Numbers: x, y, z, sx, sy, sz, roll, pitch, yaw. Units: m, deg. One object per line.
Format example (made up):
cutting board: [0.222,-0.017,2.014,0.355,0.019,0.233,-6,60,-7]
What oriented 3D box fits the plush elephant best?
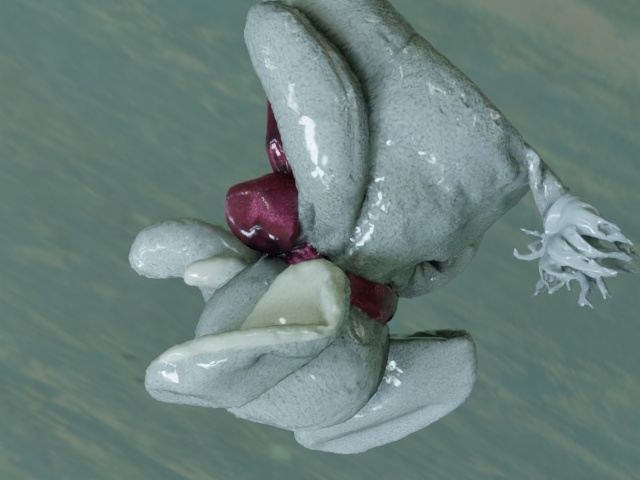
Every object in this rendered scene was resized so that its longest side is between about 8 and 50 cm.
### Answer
plush elephant: [0.000,0.000,1.172,0.255,0.272,0.330,-44,57,1]
